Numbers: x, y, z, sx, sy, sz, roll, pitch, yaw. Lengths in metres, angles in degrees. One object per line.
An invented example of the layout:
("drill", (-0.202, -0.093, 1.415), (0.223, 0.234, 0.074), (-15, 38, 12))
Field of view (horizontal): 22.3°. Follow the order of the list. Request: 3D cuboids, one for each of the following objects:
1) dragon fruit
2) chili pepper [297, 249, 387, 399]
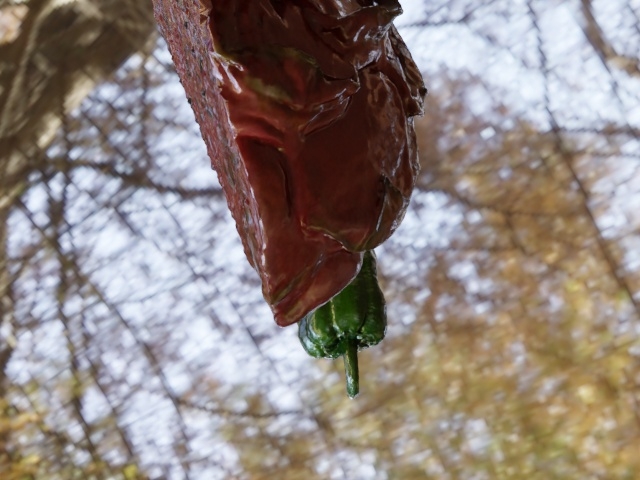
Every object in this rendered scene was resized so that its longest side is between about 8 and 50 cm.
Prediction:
("dragon fruit", (-0.012, -0.133, 1.010), (0.152, 0.205, 0.317), (-16, -128, -7))
("chili pepper", (-0.006, 0.002, 1.283), (0.074, 0.100, 0.257), (10, -137, -29))
